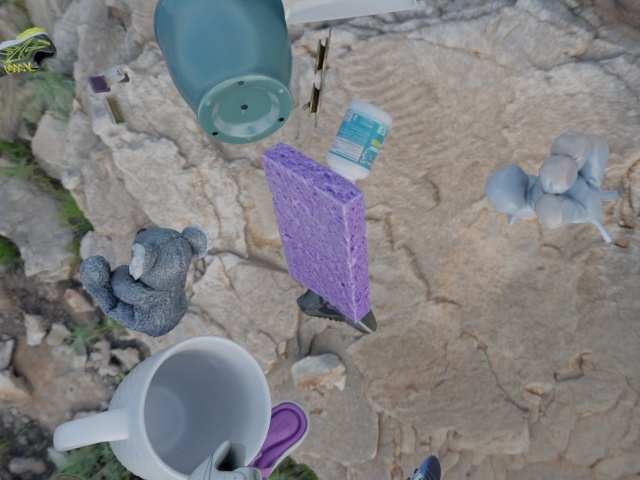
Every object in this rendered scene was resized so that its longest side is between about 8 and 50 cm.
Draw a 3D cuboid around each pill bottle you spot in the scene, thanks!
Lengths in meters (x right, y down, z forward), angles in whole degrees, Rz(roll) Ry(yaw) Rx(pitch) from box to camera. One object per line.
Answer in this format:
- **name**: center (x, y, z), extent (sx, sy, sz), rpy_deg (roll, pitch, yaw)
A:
- **pill bottle**: center (0.112, -0.295, 1.597), extent (0.146, 0.146, 0.263), rpy_deg (25, 99, 9)

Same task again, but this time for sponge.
- **sponge**: center (0.000, 0.000, 0.555), extent (0.117, 0.031, 0.210), rpy_deg (34, 152, 30)

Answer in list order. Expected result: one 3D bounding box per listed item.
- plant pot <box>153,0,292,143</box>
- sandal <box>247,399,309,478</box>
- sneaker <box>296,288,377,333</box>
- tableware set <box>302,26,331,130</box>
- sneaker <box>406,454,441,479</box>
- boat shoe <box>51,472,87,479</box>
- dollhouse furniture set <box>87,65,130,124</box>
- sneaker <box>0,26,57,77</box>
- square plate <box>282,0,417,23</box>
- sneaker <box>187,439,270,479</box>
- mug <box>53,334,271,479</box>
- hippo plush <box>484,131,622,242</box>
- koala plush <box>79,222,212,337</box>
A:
- **plant pot**: center (-0.170, -0.343, 0.999), extent (0.272, 0.272, 0.255), rpy_deg (-28, 62, 17)
- **sandal**: center (-0.171, 0.509, 1.211), extent (0.169, 0.416, 0.102), rpy_deg (36, 127, 13)
- **sneaker**: center (0.047, 0.195, 1.399), extent (0.222, 0.083, 0.118), rpy_deg (42, 124, -10)
- **tableware set**: center (-0.012, -0.350, 1.096), extent (0.039, 0.128, 0.194), rpy_deg (8, 75, -5)
- **sneaker**: center (0.202, 0.503, 1.041), extent (0.059, 0.144, 0.053), rpy_deg (-23, 105, 45)
- **boat shoe**: center (-0.483, 0.539, 0.896), extent (0.113, 0.302, 0.103), rpy_deg (24, 87, -12)
- **dollhouse furniture set**: center (-0.417, -0.313, 1.083), extent (0.081, 0.091, 0.114), rpy_deg (-14, 101, 36)
- **sneaker**: center (-0.324, -0.195, 0.543), extent (0.083, 0.031, 0.035), rpy_deg (-40, 86, -10)
- **square plate**: center (-0.008, -0.585, 1.040), extent (0.348, 0.344, 0.049), rpy_deg (5, 77, 27)
- **sneaker**: center (-0.104, 0.351, 0.606), extent (0.111, 0.297, 0.129), rpy_deg (36, 84, -32)
- **mug**: center (-0.345, 0.370, 1.051), extent (0.328, 0.374, 0.276), rpy_deg (-30, 67, 46)
- **hippo plush**: center (0.544, -0.142, 1.224), extent (0.237, 0.295, 0.234), rpy_deg (17, 97, 54)
- **koala plush**: center (-0.314, 0.056, 0.974), extent (0.203, 0.196, 0.221), rpy_deg (54, 128, 14)
